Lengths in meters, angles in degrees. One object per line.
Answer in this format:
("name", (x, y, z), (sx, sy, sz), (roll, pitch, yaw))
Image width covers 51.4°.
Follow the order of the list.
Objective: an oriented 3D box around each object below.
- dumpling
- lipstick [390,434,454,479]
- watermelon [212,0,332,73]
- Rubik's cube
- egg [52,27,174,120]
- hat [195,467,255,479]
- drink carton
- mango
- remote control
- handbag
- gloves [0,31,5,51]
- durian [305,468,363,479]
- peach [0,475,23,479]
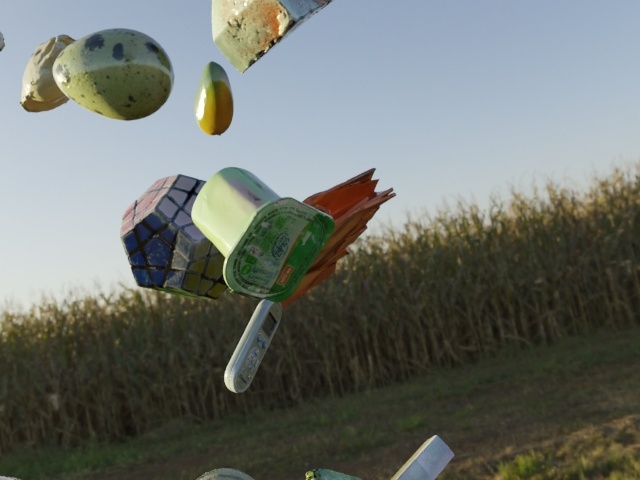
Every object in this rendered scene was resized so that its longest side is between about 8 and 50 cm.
("dumpling", (-0.667, -0.421, 1.702), (0.247, 0.142, 0.172), (-42, -25, 26))
("lipstick", (0.184, 0.561, 1.489), (0.317, 0.068, 0.066), (-32, -16, -42))
("watermelon", (-0.094, -0.529, 1.392), (0.320, 0.289, 0.213), (-29, 39, -9))
("Rubik's cube", (-0.318, -0.004, 1.574), (0.319, 0.319, 0.264), (-14, 9, 20))
("egg", (-0.401, -0.324, 1.297), (0.228, 0.177, 0.177), (3, -8, -9))
("hat", (-0.256, 0.721, 1.695), (0.252, 0.252, 0.110), (-13, -9, 7))
("drink carton", (-0.094, -0.020, 0.903), (0.144, 0.142, 0.146), (23, -75, -51))
("mango", (-0.351, -0.469, 2.222), (0.114, 0.156, 0.251), (-11, -46, -35))
("remote control", (-0.160, 0.247, 1.590), (0.047, 0.244, 0.087), (10, -31, 29))
("handbag", (0.000, 0.000, 1.781), (0.303, 0.116, 0.410), (-30, -16, -42))
("gloves", (-0.503, -0.303, 1.013), (0.044, 0.037, 0.081), (-38, 19, -19))
("durian", (0.075, 0.451, 1.069), (0.221, 0.095, 0.137), (17, 15, -15))
("peach", (-0.667, 0.674, 1.413), (0.242, 0.306, 0.380), (-36, 17, -11))
